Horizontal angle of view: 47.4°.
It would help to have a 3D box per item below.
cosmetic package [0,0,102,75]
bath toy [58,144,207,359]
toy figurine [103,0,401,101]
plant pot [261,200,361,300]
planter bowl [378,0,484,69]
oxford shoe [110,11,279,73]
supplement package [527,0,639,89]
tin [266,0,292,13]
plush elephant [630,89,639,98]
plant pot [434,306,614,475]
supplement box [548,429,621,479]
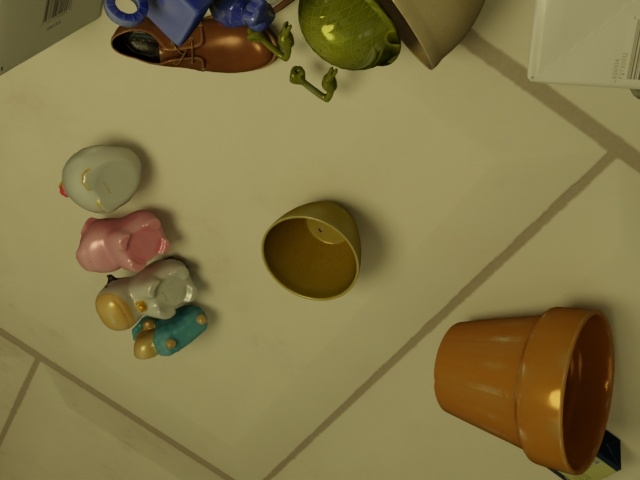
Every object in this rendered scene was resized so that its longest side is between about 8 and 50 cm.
[{"bbox_3d":[-0.391,-0.328,0.820,0.225,0.224,0.138,29,130,-1],"label":"cosmetic package"},{"bbox_3d":[-0.296,0.015,1.098,0.129,0.151,0.348,26,140,50],"label":"bath toy"},{"bbox_3d":[-0.119,-0.238,0.715,0.362,0.217,0.191,45,142,-11],"label":"toy figurine"},{"bbox_3d":[0.000,0.000,0.983,0.134,0.095,0.134,11,127,15],"label":"plant pot"},{"bbox_3d":[0.107,-0.268,0.727,0.109,0.162,0.162,-37,107,8],"label":"planter bowl"},{"bbox_3d":[-0.156,-0.234,0.892,0.212,0.076,0.076,7,124,15],"label":"oxford shoe"},{"bbox_3d":[0.271,-0.251,0.570,0.178,0.293,0.175,8,126,17],"label":"supplement package"},{"bbox_3d":[-0.047,-0.322,0.812,0.190,0.040,0.106,-25,108,33],"label":"tin"},{"bbox_3d":[0.461,-0.040,0.670,0.330,0.255,0.271,0,124,21],"label":"plush elephant"},{"bbox_3d":[0.261,0.182,0.960,0.188,0.205,0.205,5,127,37],"label":"plant pot"},{"bbox_3d":[0.383,0.312,1.079,0.083,0.056,0.083,37,129,-6],"label":"supplement box"}]
